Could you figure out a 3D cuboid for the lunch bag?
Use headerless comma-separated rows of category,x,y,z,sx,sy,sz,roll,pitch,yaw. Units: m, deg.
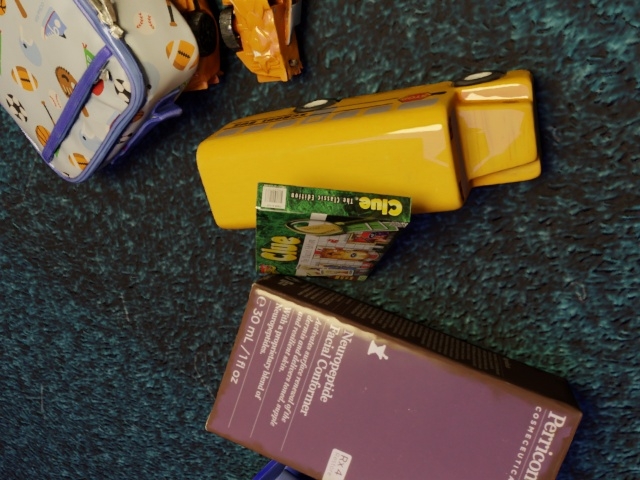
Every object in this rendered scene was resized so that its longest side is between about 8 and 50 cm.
lunch bag,-0.264,-0.200,0.734,0.243,0.115,0.303,54,144,-6

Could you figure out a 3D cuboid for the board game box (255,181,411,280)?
board game box,0.000,0.000,0.704,0.136,0.260,0.030,7,75,-3

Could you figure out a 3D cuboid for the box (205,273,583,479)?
box,0.079,0.194,0.797,0.381,0.143,0.191,20,97,9

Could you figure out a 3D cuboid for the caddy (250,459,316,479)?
caddy,-0.035,0.408,0.919,0.179,0.241,0.341,41,123,3

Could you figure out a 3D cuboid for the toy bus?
toy bus,0.051,-0.090,0.704,0.332,0.130,0.108,-4,113,23

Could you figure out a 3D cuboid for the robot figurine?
robot figurine,-0.116,-0.304,0.692,0.211,0.085,0.291,-1,115,21
